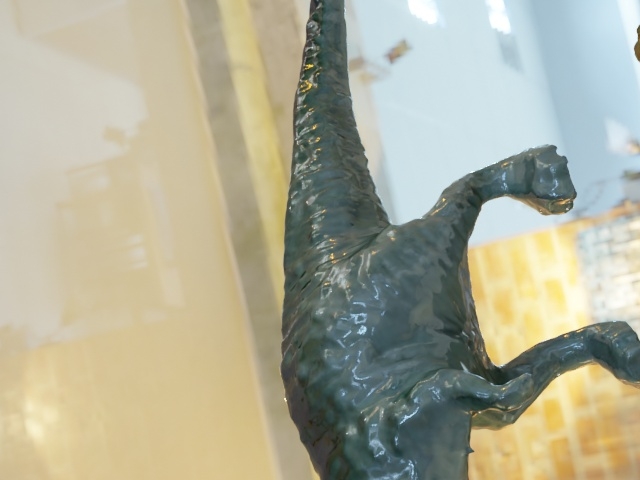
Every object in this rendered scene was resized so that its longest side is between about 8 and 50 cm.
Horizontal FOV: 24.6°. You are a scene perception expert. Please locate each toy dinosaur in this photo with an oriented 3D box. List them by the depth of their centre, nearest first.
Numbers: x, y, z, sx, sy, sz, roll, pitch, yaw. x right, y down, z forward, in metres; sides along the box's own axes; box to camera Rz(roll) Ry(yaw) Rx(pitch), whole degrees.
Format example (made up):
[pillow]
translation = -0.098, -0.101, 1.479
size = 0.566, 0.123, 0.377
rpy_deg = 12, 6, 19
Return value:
[toy dinosaur]
translation = 0.050, -0.002, 0.516
size = 0.076, 0.129, 0.383
rpy_deg = 91, -179, -45

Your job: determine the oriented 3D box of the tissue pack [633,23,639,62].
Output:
[tissue pack]
translation = 0.267, -0.038, 0.524
size = 0.271, 0.134, 0.192
rpy_deg = 38, -167, 22
